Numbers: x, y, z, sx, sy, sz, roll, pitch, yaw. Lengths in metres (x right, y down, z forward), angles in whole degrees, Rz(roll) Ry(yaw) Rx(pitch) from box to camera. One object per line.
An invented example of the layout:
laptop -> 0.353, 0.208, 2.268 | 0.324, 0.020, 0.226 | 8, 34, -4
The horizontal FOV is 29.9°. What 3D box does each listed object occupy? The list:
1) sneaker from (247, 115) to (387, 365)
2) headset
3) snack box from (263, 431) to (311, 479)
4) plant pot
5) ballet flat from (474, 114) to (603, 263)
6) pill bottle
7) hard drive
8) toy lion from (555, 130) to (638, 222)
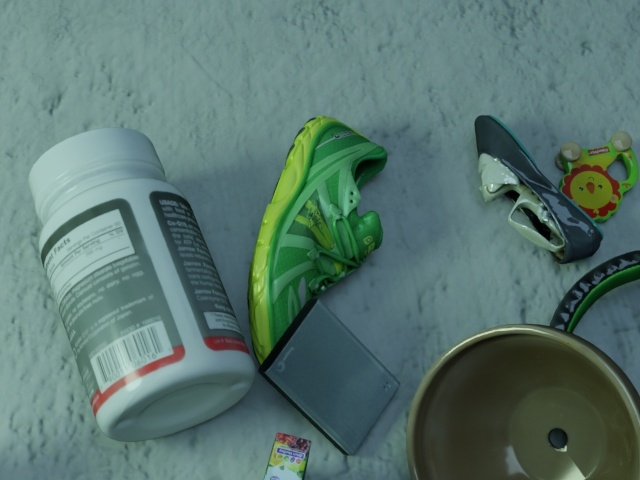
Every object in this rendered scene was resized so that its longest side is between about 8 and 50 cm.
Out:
sneaker -> 0.000, 0.000, 1.254 | 0.123, 0.109, 0.295 | 15, 65, 5
headset -> 0.431, 0.132, 1.225 | 0.394, 0.185, 0.243 | -4, 68, 12
snack box -> -0.040, 0.248, 1.113 | 0.037, 0.141, 0.100 | 12, 64, 2
plant pot -> 0.211, 0.196, 1.144 | 0.237, 0.110, 0.237 | -1, 88, 32
ballet flat -> 0.222, -0.052, 1.316 | 0.074, 0.074, 0.203 | -35, 73, -18
pill bottle -> -0.185, 0.041, 1.194 | 0.161, 0.161, 0.283 | -19, 66, -12
hard drive -> 0.010, 0.136, 1.194 | 0.135, 0.022, 0.094 | 47, 65, -23
toy lion -> 0.313, -0.068, 1.351 | 0.100, 0.034, 0.096 | -13, 73, -10
